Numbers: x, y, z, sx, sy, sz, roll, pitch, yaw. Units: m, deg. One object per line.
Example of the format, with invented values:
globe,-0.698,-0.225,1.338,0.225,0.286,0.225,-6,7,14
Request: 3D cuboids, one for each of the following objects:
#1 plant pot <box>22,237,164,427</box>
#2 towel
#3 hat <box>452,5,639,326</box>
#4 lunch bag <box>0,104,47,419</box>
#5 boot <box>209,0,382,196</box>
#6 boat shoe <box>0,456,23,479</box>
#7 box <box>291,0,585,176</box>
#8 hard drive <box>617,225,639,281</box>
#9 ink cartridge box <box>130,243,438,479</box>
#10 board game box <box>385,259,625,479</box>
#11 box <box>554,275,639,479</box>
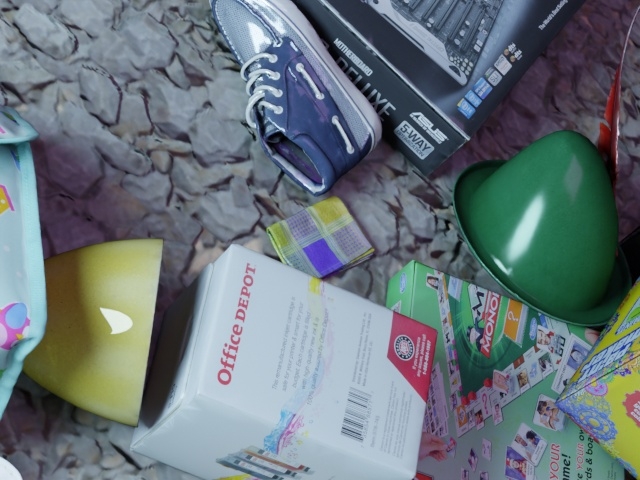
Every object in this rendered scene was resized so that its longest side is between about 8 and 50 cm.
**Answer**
plant pot,-0.166,0.058,1.361,0.095,0.134,0.134,8,59,-4
towel,0.000,0.000,1.553,0.083,0.009,0.060,-24,80,-37
hat,0.222,-0.064,1.588,0.173,0.183,0.208,-5,54,-41
lunch bag,-0.305,-0.018,1.291,0.223,0.160,0.262,11,49,-21
boot,-0.035,-0.128,1.561,0.190,0.069,0.086,46,49,-4
boat shoe,-0.253,0.240,1.219,0.098,0.096,0.277,34,53,-11
box,0.097,-0.238,1.695,0.242,0.076,0.307,44,52,-3
hard drive,0.442,0.078,1.741,0.237,0.064,0.339,-36,86,-38
ink cartridge box,-0.027,0.108,1.404,0.176,0.127,0.128,24,56,-18
board game box,0.139,0.191,1.512,0.213,0.046,0.317,21,56,-20
box,0.398,0.106,1.552,0.290,0.177,0.279,43,57,-4
